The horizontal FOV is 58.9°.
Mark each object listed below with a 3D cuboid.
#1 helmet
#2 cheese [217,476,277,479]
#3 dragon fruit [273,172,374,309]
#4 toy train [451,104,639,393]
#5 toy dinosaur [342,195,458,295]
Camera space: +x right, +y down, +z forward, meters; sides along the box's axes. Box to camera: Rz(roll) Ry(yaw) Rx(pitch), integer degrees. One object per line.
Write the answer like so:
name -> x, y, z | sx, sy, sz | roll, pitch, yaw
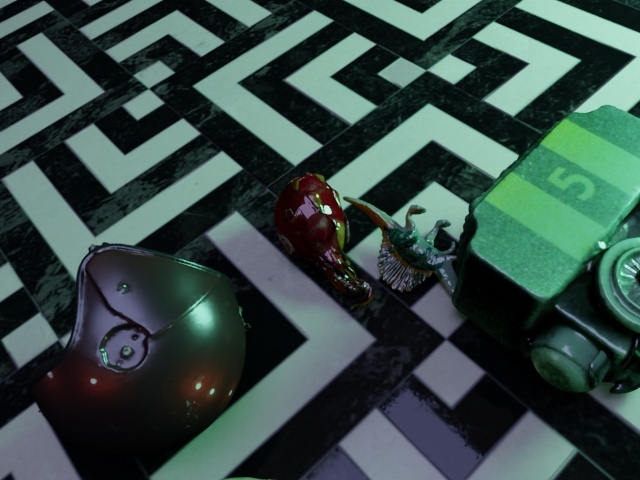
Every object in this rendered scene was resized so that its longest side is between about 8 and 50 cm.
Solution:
helmet -> -0.174, 0.111, 0.566 | 0.216, 0.189, 0.193 | -32, 79, -20
cheese -> 0.042, 0.279, 0.450 | 0.328, 0.130, 0.351 | 34, 65, 29
dragon fruit -> 0.000, 0.000, 0.689 | 0.094, 0.094, 0.191 | -22, 66, -7
toy train -> 0.285, 0.001, 0.583 | 0.238, 0.167, 0.299 | 38, 67, 25
toy dinosaur -> 0.105, 0.012, 0.690 | 0.187, 0.044, 0.106 | 14, 74, 6
